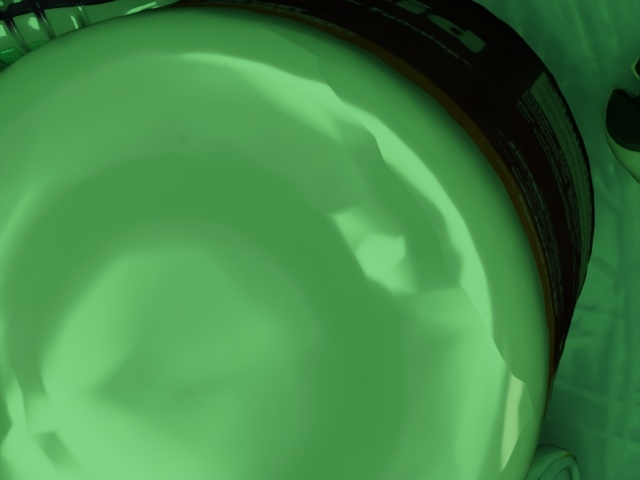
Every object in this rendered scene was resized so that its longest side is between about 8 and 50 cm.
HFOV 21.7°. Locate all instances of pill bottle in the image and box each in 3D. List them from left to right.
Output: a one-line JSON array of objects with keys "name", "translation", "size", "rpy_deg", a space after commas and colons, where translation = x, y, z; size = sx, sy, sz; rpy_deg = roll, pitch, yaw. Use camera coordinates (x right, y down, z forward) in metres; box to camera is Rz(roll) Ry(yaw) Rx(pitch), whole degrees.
[{"name": "pill bottle", "translation": [0.000, 0.000, 0.704], "size": [0.224, 0.392, 0.224], "rpy_deg": [2, 102, 12]}]

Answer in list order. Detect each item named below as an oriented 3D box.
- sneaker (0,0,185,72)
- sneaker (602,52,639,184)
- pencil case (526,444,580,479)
[{"name": "sneaker", "translation": [-0.164, -0.134, 0.890], "size": [0.224, 0.083, 0.098], "rpy_deg": [-11, 79, 10]}, {"name": "sneaker", "translation": [0.280, -0.095, 0.784], "size": [0.292, 0.110, 0.118], "rpy_deg": [-33, 119, 11]}, {"name": "pencil case", "translation": [-0.003, 0.135, 0.853], "size": [0.273, 0.124, 0.113], "rpy_deg": [9, 125, 21]}]
